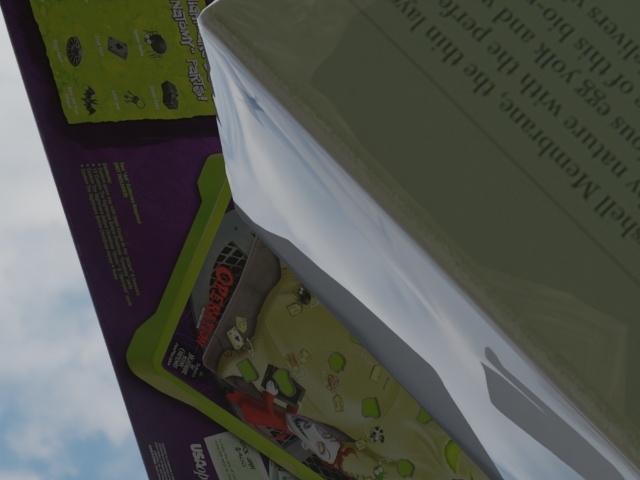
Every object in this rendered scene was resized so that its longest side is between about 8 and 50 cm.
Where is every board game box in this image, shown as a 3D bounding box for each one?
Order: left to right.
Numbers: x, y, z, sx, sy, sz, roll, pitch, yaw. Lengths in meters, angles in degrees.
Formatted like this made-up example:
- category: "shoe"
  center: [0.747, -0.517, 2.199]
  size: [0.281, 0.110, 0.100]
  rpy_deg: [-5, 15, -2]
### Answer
- category: "board game box"
  center: [0.000, 0.000, 0.680]
  size: [0.208, 0.347, 0.056]
  rpy_deg: [2, -151, 29]

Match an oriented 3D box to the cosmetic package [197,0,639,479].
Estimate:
- category: "cosmetic package"
  center: [0.130, -0.019, 0.392]
  size: [0.224, 0.138, 0.224]
  rpy_deg: [-41, -103, -12]
